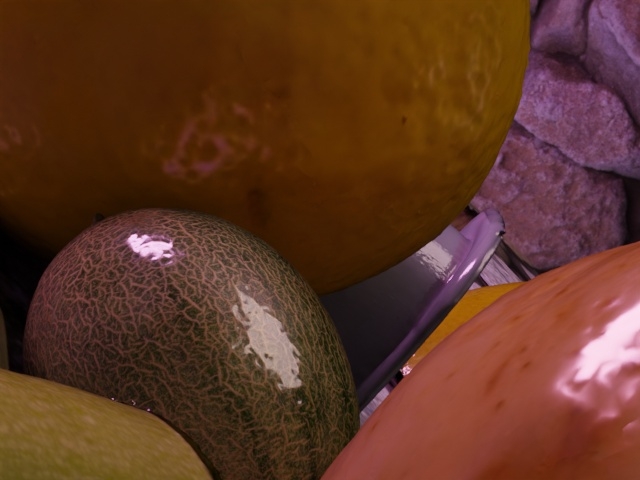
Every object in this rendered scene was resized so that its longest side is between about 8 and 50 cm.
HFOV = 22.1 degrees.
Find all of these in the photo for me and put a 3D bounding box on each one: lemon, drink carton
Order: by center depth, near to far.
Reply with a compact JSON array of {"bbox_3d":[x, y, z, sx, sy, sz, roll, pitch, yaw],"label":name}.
[{"bbox_3d":[-0.056,-0.121,0.887,0.348,0.348,0.348,46,10,-10],"label":"lemon"},{"bbox_3d":[0.000,0.000,1.124,0.189,0.191,0.185,41,12,1],"label":"drink carton"}]

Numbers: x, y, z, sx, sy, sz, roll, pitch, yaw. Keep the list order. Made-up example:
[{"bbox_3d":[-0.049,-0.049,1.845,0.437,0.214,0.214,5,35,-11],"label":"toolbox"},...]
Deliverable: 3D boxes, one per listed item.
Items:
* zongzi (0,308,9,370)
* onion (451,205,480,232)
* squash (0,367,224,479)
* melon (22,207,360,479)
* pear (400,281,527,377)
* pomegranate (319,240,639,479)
[{"bbox_3d":[-0.192,0.001,0.659,0.154,0.062,0.130,24,37,-52],"label":"zongzi"},{"bbox_3d":[0.009,-0.043,1.567,0.250,0.111,0.247,32,-7,-24],"label":"onion"},{"bbox_3d":[-0.128,0.082,0.385,0.132,0.132,0.247,53,12,29],"label":"squash"},{"bbox_3d":[-0.060,0.059,0.731,0.192,0.139,0.139,53,11,29],"label":"melon"},{"bbox_3d":[0.183,0.118,1.453,0.267,0.178,0.267,50,8,-10],"label":"pear"},{"bbox_3d":[0.139,0.183,0.580,0.410,0.410,0.410,46,10,-10],"label":"pomegranate"}]
